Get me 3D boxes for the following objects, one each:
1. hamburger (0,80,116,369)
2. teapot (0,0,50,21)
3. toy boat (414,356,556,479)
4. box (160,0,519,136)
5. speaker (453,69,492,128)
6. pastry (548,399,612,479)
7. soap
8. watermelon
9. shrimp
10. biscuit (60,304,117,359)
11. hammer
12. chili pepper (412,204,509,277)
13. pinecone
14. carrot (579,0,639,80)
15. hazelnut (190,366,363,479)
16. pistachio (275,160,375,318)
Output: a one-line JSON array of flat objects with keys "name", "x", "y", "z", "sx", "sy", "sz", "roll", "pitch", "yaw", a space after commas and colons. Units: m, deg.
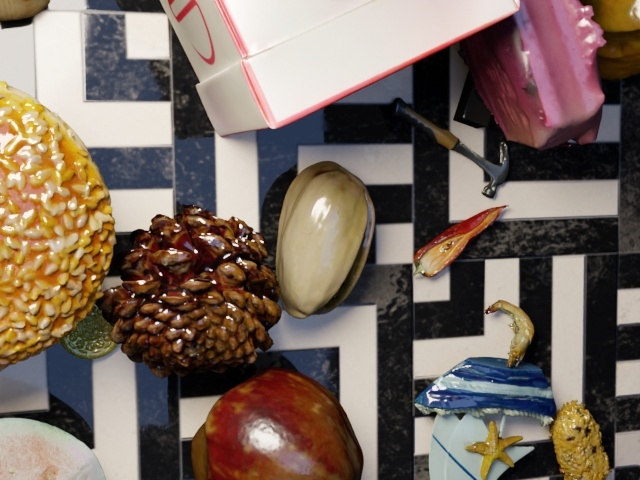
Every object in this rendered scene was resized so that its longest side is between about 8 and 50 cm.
[{"name": "hamburger", "x": -0.389, "y": -0.020, "z": 1.053, "sx": 0.330, "sy": 0.250, "sz": 0.330, "roll": -1, "pitch": 95, "yaw": -16}, {"name": "teapot", "x": -0.368, "y": -0.317, "z": 1.128, "sx": 0.080, "sy": 0.085, "sz": 0.110, "roll": -14, "pitch": 79, "yaw": -17}, {"name": "toy boat", "x": 0.222, "y": 0.310, "z": 1.383, "sx": 0.220, "sy": 0.067, "sz": 0.291, "roll": 9, "pitch": 103, "yaw": -17}, {"name": "box", "x": -0.017, "y": -0.316, "z": 1.109, "sx": 0.314, "sy": 0.312, "sz": 0.300, "roll": -27, "pitch": 101, "yaw": -12}, {"name": "speaker", "x": 0.237, "y": -0.253, "z": 1.331, "sx": 0.040, "sy": 0.046, "sz": 0.191, "roll": 17, "pitch": 90, "yaw": -11}, {"name": "pastry", "x": 0.384, "y": 0.313, "z": 1.420, "sx": 0.080, "sy": 0.056, "sz": 0.140, "roll": -31, "pitch": 101, "yaw": -24}, {"name": "soap", "x": 0.251, "y": -0.267, "z": 1.204, "sx": 0.127, "sy": 0.220, "sz": 0.325, "roll": -24, "pitch": 99, "yaw": -1}, {"name": "watermelon", "x": -0.380, "y": 0.348, "z": 1.160, "sx": 0.175, "sy": 0.188, "sz": 0.322, "roll": 3, "pitch": 104, "yaw": 27}, {"name": "shrimp", "x": 0.264, "y": 0.130, "z": 1.359, "sx": 0.083, "sy": 0.023, "sz": 0.114, "roll": 38, "pitch": 43, "yaw": -6}, {"name": "biscuit", "x": -0.291, "y": 0.108, "z": 1.213, "sx": 0.084, "sy": 0.023, "sz": 0.084, "roll": -2, "pitch": 97, "yaw": -16}, {"name": "hammer", "x": 0.183, "y": -0.141, "z": 1.337, "sx": 0.201, "sy": 0.021, "sz": 0.078, "roll": 32, "pitch": 85, "yaw": -18}, {"name": "chili pepper", "x": 0.193, "y": -0.004, "z": 1.349, "sx": 0.178, "sy": 0.027, "sz": 0.045, "roll": -37, "pitch": 108, "yaw": -10}, {"name": "pinecone", "x": -0.152, "y": 0.058, "z": 1.162, "sx": 0.221, "sy": 0.221, "sz": 0.221, "roll": -2, "pitch": 95, "yaw": -17}, {"name": "carrot", "x": 0.465, "y": -0.391, "z": 1.292, "sx": 0.241, "sy": 0.241, "sz": 0.341, "roll": 1, "pitch": 97, "yaw": -17}, {"name": "hazelnut", "x": -0.053, "y": 0.275, "z": 1.190, "sx": 0.218, "sy": 0.234, "sz": 0.218, "roll": 0, "pitch": 87, "yaw": 7}, {"name": "pistachio", "x": 0.000, "y": 0.000, "z": 1.245, "sx": 0.129, "sy": 0.131, "sz": 0.206, "roll": 10, "pitch": 98, "yaw": -59}]
